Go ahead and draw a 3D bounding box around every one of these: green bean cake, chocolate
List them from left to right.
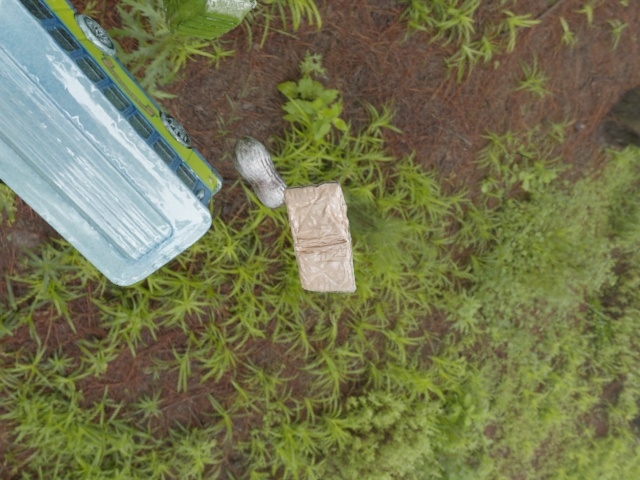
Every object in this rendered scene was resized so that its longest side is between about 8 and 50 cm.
[{"bbox_3d":[-0.289,-0.647,1.242,0.157,0.247,0.249,-4,96,-39],"label":"green bean cake"},{"bbox_3d":[-0.174,-0.195,1.494,0.110,0.110,0.248,-40,117,-9],"label":"chocolate"}]

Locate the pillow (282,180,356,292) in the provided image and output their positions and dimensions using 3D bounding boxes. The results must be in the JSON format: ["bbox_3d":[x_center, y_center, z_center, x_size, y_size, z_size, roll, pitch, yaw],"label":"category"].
[{"bbox_3d":[0.000,0.000,0.979,0.043,0.126,0.232,-50,134,-60],"label":"pillow"}]

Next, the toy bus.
[{"bbox_3d":[-0.269,-0.122,0.594,0.152,0.190,0.312,-34,114,10],"label":"toy bus"}]
